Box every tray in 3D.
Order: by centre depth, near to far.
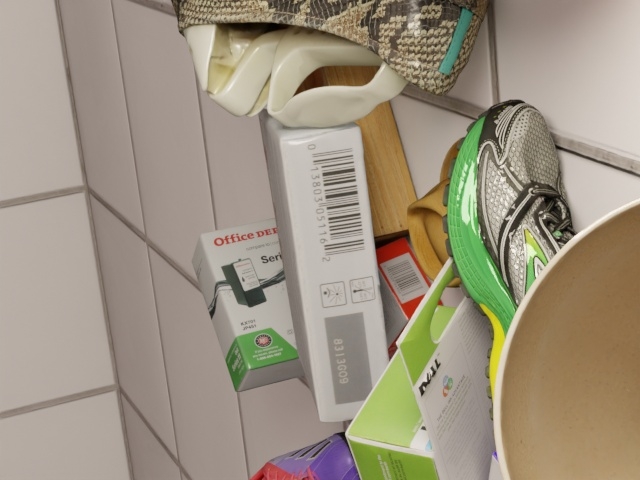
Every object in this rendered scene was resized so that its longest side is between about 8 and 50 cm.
[{"bbox_3d":[0.004,-0.186,1.692,0.203,0.076,0.411,145,112,-69],"label":"tray"}]

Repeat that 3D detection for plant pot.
[{"bbox_3d":[0.268,0.112,0.928,0.191,0.284,0.284,16,-123,-72],"label":"plant pot"}]

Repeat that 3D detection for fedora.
[{"bbox_3d":[0.140,-0.009,1.416,0.194,0.079,0.194,168,90,-71],"label":"fedora"}]

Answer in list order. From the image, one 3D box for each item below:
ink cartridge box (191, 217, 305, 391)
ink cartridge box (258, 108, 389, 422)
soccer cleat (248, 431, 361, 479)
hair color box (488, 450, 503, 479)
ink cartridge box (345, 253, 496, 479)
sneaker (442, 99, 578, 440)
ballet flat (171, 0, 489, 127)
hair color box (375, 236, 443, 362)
[{"bbox_3d":[-0.070,0.081,1.938,0.087,0.153,0.208,115,137,-59],"label":"ink cartridge box"},{"bbox_3d":[0.000,0.000,1.641,0.385,0.091,0.308,-113,14,-76],"label":"ink cartridge box"},{"bbox_3d":[-0.019,0.337,2.005,0.318,0.116,0.108,144,112,-69],"label":"soccer cleat"},{"bbox_3d":[0.230,0.365,1.360,0.185,0.110,0.339,-126,32,-46],"label":"hair color box"},{"bbox_3d":[0.102,0.122,1.334,0.097,0.189,0.255,6,132,32],"label":"ink cartridge box"},{"bbox_3d":[0.212,0.037,1.227,0.146,0.134,0.343,-27,71,45],"label":"sneaker"},{"bbox_3d":[-0.031,-0.207,1.472,0.483,0.164,0.182,11,84,50],"label":"ballet flat"},{"bbox_3d":[0.077,0.077,1.666,0.093,0.053,0.167,61,155,16],"label":"hair color box"}]
